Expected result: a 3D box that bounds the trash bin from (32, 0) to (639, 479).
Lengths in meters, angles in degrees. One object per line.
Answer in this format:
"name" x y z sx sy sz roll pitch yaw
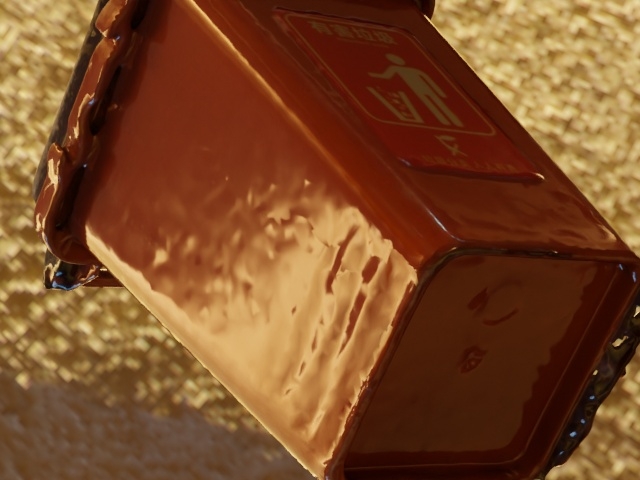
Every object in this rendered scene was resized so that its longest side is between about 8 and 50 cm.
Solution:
"trash bin" 0.000 0.000 0.782 0.161 0.238 0.184 3 -57 -38
